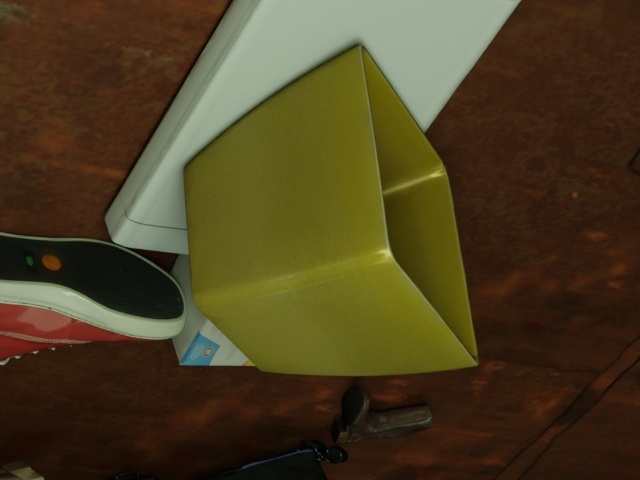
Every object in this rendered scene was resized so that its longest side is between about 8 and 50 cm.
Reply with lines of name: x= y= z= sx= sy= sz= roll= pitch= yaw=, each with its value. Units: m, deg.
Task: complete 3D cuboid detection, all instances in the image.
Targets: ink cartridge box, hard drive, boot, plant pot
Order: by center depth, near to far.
plant pot: x=0.000 y=0.000 z=1.620 sx=0.187 sy=0.212 sz=0.212 roll=-18 pitch=145 yaw=16
hard drive: x=-0.012 y=-0.113 z=1.668 sx=0.233 sy=0.047 sz=0.353 roll=7 pitch=134 yaw=-33
boot: x=-0.258 y=0.082 z=1.760 sx=0.244 sy=0.088 sz=0.176 roll=11 pitch=133 yaw=-25
ink cartridge box: x=-0.065 y=0.058 z=1.819 sx=0.143 sy=0.090 sz=0.092 roll=3 pitch=137 yaw=-31
boot: x=0.078 y=0.188 z=2.097 sx=0.114 sy=0.037 sz=0.106 roll=-2 pitch=152 yaw=-20

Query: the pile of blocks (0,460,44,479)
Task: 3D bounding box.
pile of blocks: x=-0.388 y=0.178 z=1.694 sx=0.149 sy=0.112 sz=0.362 roll=-48 pitch=108 yaw=-12

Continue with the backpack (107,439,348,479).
backpack: x=-0.104 y=0.367 z=2.103 sx=0.276 sy=0.213 sz=0.263 roll=-7 pitch=151 yaw=-24
